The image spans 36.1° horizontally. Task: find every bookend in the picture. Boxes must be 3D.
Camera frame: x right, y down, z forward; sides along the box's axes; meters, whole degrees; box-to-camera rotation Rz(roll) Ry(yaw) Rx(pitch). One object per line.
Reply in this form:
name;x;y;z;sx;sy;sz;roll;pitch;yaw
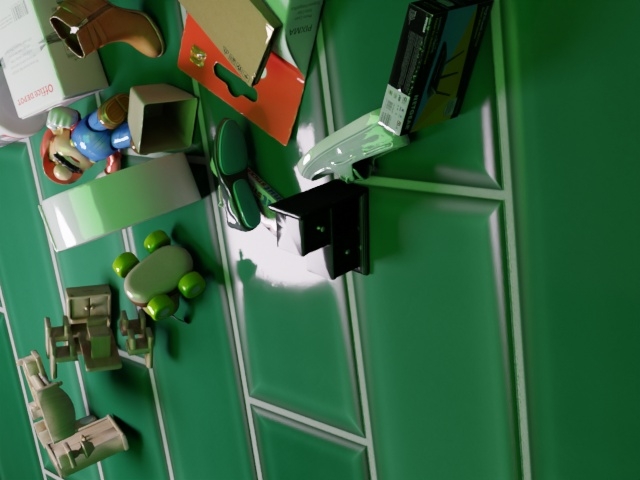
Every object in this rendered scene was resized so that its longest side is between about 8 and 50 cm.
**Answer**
bookend;0.000;0.000;1.573;0.072;0.157;0.156;20;121;40

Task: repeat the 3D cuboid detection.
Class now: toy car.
toy car;-0.314;0.102;2.005;0.155;0.149;0.188;47;164;26

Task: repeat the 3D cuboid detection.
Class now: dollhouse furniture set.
dollhouse furniture set;-0.498;0.230;2.171;0.242;0.212;0.161;-125;36;-54
dollhouse furniture set;-0.595;0.350;2.308;0.303;0.174;0.355;29;135;56

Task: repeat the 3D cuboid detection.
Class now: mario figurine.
mario figurine;-0.468;-0.177;1.977;0.320;0.170;0.198;-15;98;47

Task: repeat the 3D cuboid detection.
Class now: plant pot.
plant pot;-0.304;-0.236;1.831;0.096;0.109;0.109;47;136;39

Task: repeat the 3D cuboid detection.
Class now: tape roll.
tape roll;-0.370;-0.072;1.832;0.286;0.286;0.100;-14;98;48

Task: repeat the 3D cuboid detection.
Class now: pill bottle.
pill bottle;-0.739;-0.290;2.211;0.283;0.161;0.161;-7;103;48

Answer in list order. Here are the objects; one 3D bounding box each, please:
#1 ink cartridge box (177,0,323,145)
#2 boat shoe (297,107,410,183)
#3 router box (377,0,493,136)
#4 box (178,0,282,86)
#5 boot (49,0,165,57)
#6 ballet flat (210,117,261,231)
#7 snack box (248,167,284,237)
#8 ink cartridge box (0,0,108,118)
ink cartridge box;-0.143;-0.380;1.600;0.308;0.091;0.385;38;131;29
boat shoe;0.049;-0.130;1.520;0.227;0.079;0.081;-29;82;46
router box;0.154;-0.239;1.319;0.046;0.133;0.179;37;132;30
box;-0.147;-0.362;1.553;0.201;0.021;0.164;51;152;9
boot;-0.386;-0.373;1.775;0.197;0.152;0.073;42;136;-16
ballet flat;-0.160;-0.112;1.726;0.074;0.074;0.203;-5;101;47
snack box;-0.089;-0.055;1.742;0.178;0.022;0.064;42;131;26
ink cartridge box;-0.571;-0.412;2.011;0.207;0.117;0.283;-9;101;48
